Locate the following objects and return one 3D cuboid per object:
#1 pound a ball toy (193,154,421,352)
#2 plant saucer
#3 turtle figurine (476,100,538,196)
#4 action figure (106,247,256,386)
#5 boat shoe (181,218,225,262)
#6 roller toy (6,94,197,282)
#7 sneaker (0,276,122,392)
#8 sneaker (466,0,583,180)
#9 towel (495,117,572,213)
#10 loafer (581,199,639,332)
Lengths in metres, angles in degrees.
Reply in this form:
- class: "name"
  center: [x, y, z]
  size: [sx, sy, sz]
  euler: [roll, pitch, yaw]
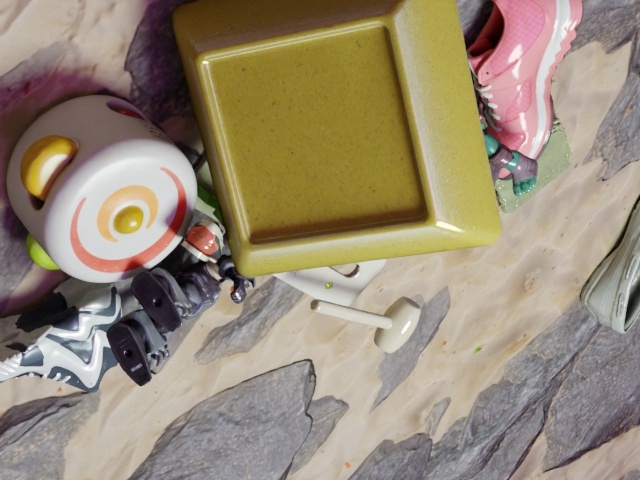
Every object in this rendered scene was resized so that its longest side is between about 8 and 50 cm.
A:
- class: "pound a ball toy"
  center: [0.000, 0.000, 1.659]
  size: [0.136, 0.208, 0.319]
  euler: [-51, 138, 7]
- class: "plant saucer"
  center: [0.004, -0.121, 1.412]
  size: [0.081, 0.333, 0.333]
  euler: [-43, 122, -64]
- class: "turtle figurine"
  center: [0.178, -0.138, 1.717]
  size: [0.234, 0.175, 0.118]
  euler: [30, 94, -32]
- class: "action figure"
  center: [-0.175, 0.083, 1.587]
  size: [0.185, 0.099, 0.285]
  euler: [-44, 178, 15]
- class: "boat shoe"
  center: [-0.132, -0.003, 1.494]
  size: [0.043, 0.049, 0.137]
  euler: [-56, 180, 0]
- class: "roller toy"
  center: [-0.245, -0.057, 1.455]
  size: [0.191, 0.146, 0.209]
  euler: [-24, 135, -23]
- class: "sneaker"
  center: [-0.339, 0.155, 1.590]
  size: [0.235, 0.094, 0.153]
  euler: [-37, 131, -25]
- class: "sneaker"
  center: [0.254, -0.229, 1.783]
  size: [0.136, 0.116, 0.314]
  euler: [-2, 123, -19]
- class: "towel"
  center: [0.325, -0.114, 1.973]
  size: [0.148, 0.027, 0.110]
  euler: [-41, 140, -7]
- class: "loafer"
  center: [0.579, 0.016, 2.225]
  size: [0.112, 0.111, 0.319]
  euler: [9, 116, -44]
